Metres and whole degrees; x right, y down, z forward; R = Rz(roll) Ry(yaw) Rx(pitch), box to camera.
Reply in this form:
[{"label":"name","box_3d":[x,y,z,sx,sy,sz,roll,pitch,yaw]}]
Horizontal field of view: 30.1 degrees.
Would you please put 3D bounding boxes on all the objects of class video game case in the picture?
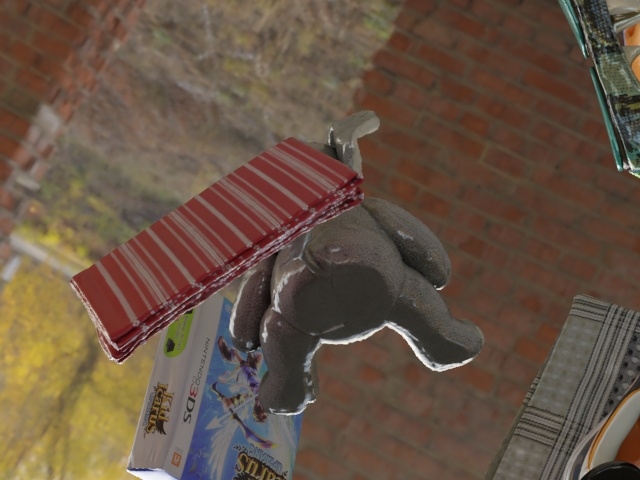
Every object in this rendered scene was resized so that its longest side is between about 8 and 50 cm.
[{"label":"video game case","box_3d":[-0.118,0.223,1.531,0.061,0.244,0.269,-6,149,32]}]

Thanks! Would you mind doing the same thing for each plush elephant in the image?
[{"label":"plush elephant","box_3d":[0.000,0.000,1.382,0.255,0.271,0.330,-100,-14,-50]}]

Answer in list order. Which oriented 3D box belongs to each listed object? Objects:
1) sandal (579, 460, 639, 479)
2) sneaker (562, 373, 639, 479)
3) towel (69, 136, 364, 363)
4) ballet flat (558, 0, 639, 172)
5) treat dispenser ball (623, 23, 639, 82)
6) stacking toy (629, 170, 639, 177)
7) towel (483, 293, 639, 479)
[{"label":"sandal","box_3d":[0.219,0.220,0.750,0.179,0.067,0.040,55,-175,-13]},{"label":"sneaker","box_3d":[0.309,0.099,0.886,0.126,0.321,0.127,35,178,4]},{"label":"towel","box_3d":[-0.104,0.000,1.121,0.031,0.275,0.199,61,169,-25]},{"label":"ballet flat","box_3d":[0.221,-0.144,0.883,0.070,0.070,0.188,115,137,-80]},{"label":"treat dispenser ball","box_3d":[0.431,-0.212,1.119,0.288,0.288,0.288,28,170,5]},{"label":"stacking toy","box_3d":[0.434,0.001,1.431,0.167,0.221,0.052,23,134,-39]},{"label":"towel","box_3d":[0.377,0.245,1.392,0.312,0.324,0.056,23,162,22]}]
